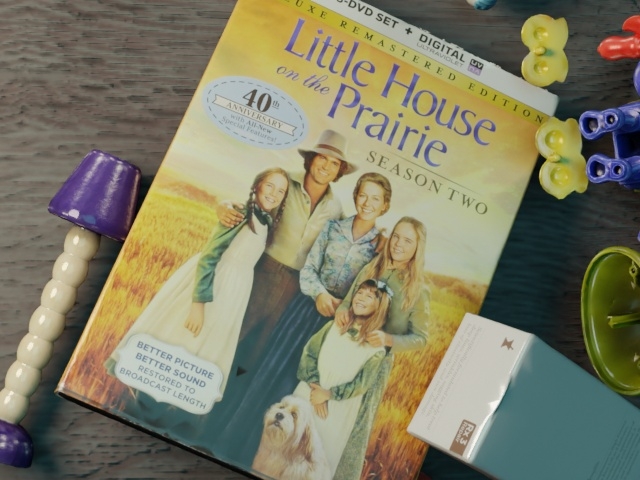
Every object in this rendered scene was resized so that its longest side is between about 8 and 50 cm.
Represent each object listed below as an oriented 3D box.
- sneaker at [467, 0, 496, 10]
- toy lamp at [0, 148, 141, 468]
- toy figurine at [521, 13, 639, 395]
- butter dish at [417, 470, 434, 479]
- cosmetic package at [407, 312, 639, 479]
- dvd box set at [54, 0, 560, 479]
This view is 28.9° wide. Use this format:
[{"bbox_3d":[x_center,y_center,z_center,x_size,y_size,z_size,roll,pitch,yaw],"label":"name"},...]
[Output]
[{"bbox_3d":[0.127,-0.319,1.135,0.092,0.087,0.229,-4,80,0],"label":"sneaker"},{"bbox_3d":[-0.230,0.054,1.071,0.080,0.080,0.275,24,84,-5],"label":"toy lamp"},{"bbox_3d":[0.332,-0.062,1.092,0.217,0.191,0.362,-8,88,-48],"label":"toy figurine"},{"bbox_3d":[0.090,0.308,1.080,0.160,0.118,0.160,-47,49,-7],"label":"butter dish"},{"bbox_3d":[0.190,0.162,1.055,0.231,0.085,0.117,35,80,-37],"label":"cosmetic package"},{"bbox_3d":[0.000,0.000,1.073,0.307,0.062,0.420,25,75,-6],"label":"dvd box set"}]
